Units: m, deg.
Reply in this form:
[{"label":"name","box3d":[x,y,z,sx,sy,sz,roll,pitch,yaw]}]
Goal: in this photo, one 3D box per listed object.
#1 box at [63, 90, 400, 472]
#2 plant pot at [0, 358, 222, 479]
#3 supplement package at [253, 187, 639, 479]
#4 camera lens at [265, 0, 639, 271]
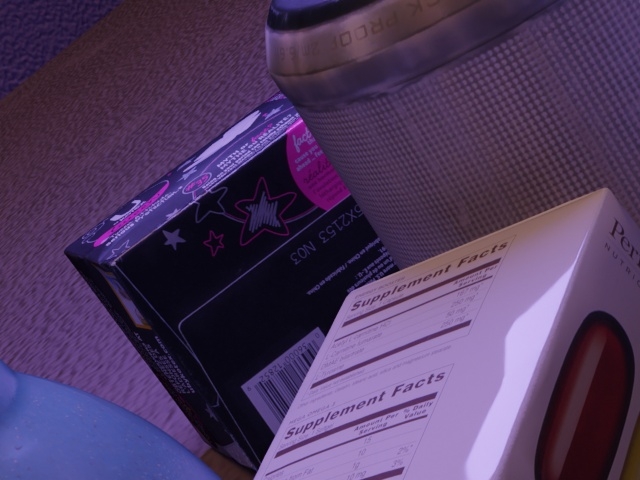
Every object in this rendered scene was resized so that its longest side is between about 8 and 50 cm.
[{"label":"box","box3d":[0.000,0.000,1.018,0.247,0.163,0.142,-38,14,-13]},{"label":"plant pot","box3d":[-0.178,0.173,0.819,0.293,0.196,0.293,-30,18,11]},{"label":"supplement package","box3d":[0.055,0.122,0.578,0.133,0.139,0.244,-24,27,40]},{"label":"camera lens","box3d":[0.124,-0.050,0.741,0.219,0.274,0.219,-30,18,11]}]
